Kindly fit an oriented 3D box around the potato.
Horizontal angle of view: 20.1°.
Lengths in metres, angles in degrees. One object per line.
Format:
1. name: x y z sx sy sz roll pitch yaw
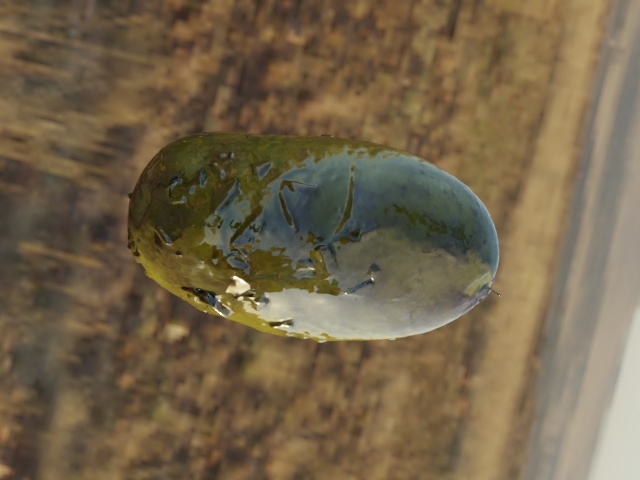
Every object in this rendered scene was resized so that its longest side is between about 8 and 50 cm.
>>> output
1. potato: 0.000 0.000 1.149 0.113 0.251 0.149 -88 -162 -48
